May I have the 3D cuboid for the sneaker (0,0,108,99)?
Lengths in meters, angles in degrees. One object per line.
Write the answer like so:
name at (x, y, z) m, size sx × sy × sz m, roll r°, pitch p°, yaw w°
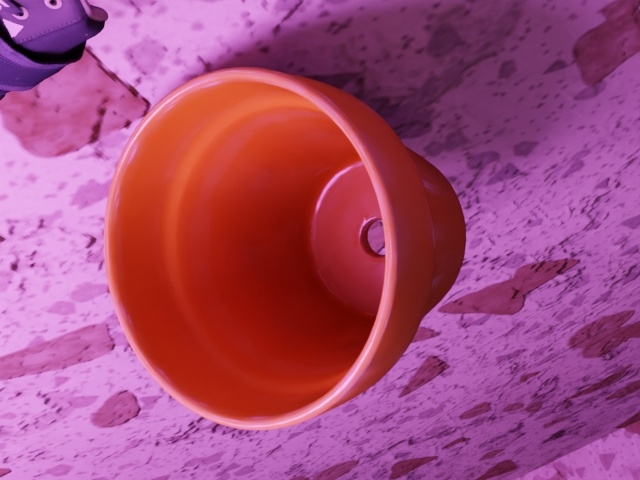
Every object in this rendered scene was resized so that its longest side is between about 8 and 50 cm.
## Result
sneaker at (-0.187, -0.109, 0.345) m, size 0.163 × 0.086 × 0.226 m, roll -23°, pitch 163°, yaw 22°

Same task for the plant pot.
plant pot at (0.000, 0.000, 0.587) m, size 0.205 × 0.205 × 0.188 m, roll -40°, pitch 163°, yaw 28°
